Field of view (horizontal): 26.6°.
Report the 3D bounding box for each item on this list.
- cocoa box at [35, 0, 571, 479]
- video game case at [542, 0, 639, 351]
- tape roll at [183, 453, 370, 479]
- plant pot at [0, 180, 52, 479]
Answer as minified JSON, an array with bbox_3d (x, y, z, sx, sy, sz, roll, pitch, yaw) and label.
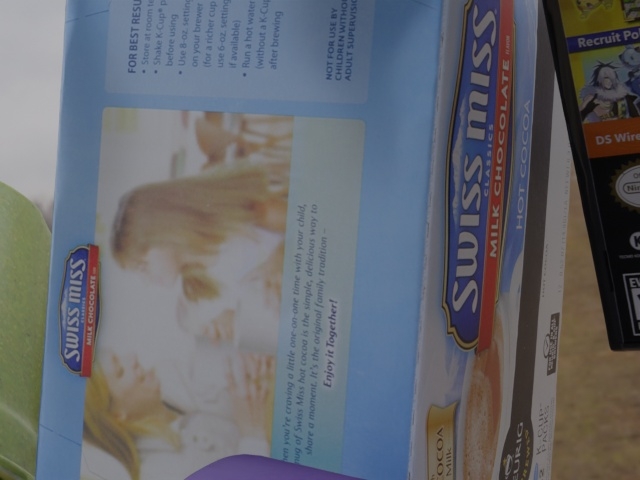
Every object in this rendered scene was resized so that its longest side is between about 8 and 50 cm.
[{"bbox_3d":[0.000,0.000,0.771,0.231,0.347,0.228,5,3,27],"label":"cocoa box"},{"bbox_3d":[0.243,-0.075,0.600,0.274,0.248,0.035,-6,18,29],"label":"video game case"},{"bbox_3d":[-0.014,0.186,0.540,0.080,0.189,0.189,7,10,30],"label":"tape roll"},{"bbox_3d":[-0.295,0.092,0.965,0.276,0.254,0.276,2,-40,1],"label":"plant pot"}]
